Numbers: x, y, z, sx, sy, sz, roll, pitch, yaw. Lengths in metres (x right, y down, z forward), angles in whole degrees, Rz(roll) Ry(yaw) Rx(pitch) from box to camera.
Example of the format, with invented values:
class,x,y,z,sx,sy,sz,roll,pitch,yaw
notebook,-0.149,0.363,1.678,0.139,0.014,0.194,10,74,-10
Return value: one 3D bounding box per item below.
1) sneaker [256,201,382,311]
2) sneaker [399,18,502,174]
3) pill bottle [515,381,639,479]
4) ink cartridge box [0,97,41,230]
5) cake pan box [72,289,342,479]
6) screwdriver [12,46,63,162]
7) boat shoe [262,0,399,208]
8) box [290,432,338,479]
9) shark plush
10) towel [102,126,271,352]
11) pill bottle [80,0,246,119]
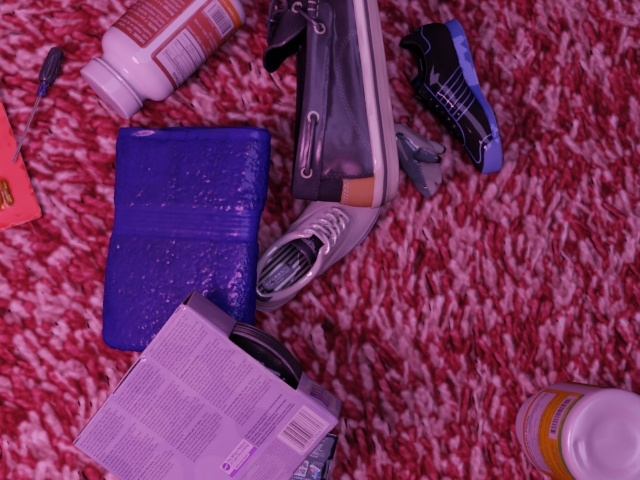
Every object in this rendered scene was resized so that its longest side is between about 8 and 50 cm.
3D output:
class,x,y,z,sx,sy,sz,roll,pitch,yaw
sneaker,0.000,0.000,1.696,0.094,0.091,0.258,43,80,-5
sneaker,0.184,-0.196,1.753,0.090,0.081,0.232,-17,83,-8
pill bottle,0.349,0.260,1.663,0.136,0.245,0.136,1,86,-10
ink cartridge box,-0.596,-0.110,1.600,0.384,0.091,0.308,-20,90,-10
cake pan box,-0.140,0.228,1.565,0.245,0.070,0.267,36,108,-7
screwdriver,-0.385,-0.183,1.676,0.024,0.025,0.170,20,85,-8
boat shoe,-0.005,-0.283,1.661,0.155,0.187,0.500,-7,82,-3
box,-0.102,0.322,1.677,0.220,0.051,0.175,15,84,-9
shark plush,0.107,-0.127,1.746,0.161,0.073,0.067,30,112,-11
towel,-0.175,0.000,1.649,0.227,0.076,0.308,3,85,23
pill bottle,-0.214,-0.268,1.662,0.121,0.121,0.216,46,80,-4
